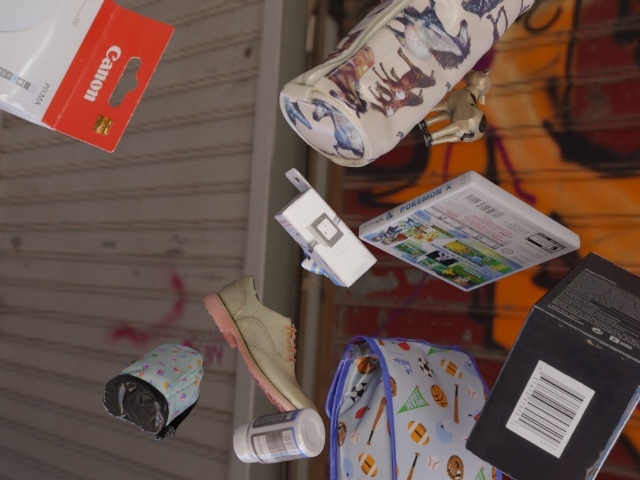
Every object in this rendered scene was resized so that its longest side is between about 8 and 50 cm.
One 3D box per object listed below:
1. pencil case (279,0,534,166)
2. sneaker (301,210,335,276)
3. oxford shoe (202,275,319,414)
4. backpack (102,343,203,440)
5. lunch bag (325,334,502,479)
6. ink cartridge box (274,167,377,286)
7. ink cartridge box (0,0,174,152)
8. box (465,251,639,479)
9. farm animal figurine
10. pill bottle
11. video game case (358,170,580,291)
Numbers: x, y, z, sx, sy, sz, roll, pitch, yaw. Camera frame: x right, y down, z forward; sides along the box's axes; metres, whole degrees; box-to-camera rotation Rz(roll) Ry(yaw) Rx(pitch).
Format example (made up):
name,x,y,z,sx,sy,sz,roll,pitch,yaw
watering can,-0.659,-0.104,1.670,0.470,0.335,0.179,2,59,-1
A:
name,x,y,z,sx,sy,sz,roll,pitch,yaw
pencil case,0.124,-0.279,1.373,0.160,0.410,0.183,23,153,50
sneaker,0.000,0.000,1.801,0.059,0.144,0.053,8,141,1
oxford shoe,-0.105,0.242,2.159,0.146,0.397,0.140,-34,161,-10
backpack,-0.290,0.269,1.789,0.152,0.115,0.182,27,-153,20
lunch bag,0.190,0.395,1.993,0.328,0.385,0.239,11,161,-39
ink cartridge box,-0.007,-0.017,1.426,0.180,0.060,0.104,48,172,-5
ink cartridge box,-0.534,-0.389,1.957,0.385,0.308,0.091,23,167,5
box,0.456,0.229,1.691,0.212,0.293,0.395,29,-155,19
farm animal figurine,0.227,-0.348,1.781,0.172,0.330,0.327,-17,-171,6
pill bottle,-0.068,0.318,1.570,0.137,0.078,0.078,-16,167,30
video game case,0.295,-0.008,1.935,0.329,0.036,0.300,26,144,-34
